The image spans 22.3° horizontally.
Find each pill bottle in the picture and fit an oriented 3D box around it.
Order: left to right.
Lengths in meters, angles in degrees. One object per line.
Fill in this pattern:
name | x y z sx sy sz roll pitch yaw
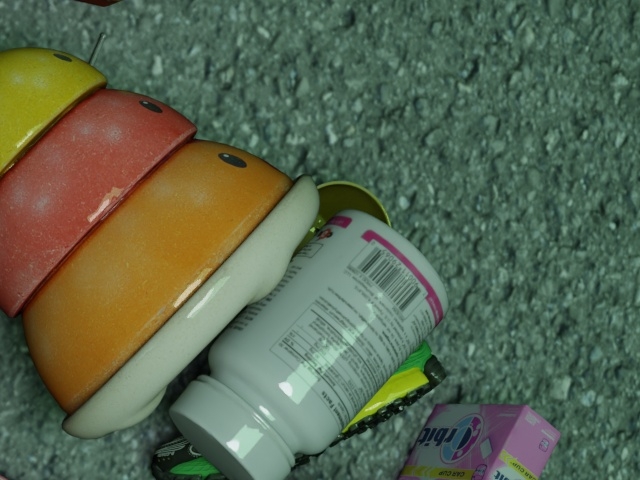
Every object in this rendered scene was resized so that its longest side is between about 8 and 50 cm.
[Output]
pill bottle | -0.013 0.117 1.671 0.283 0.160 0.160 -46 110 -17

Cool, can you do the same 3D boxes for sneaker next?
sneaker | -0.038 0.177 1.805 0.343 0.134 0.146 -27 78 -19

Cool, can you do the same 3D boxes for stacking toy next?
stacking toy | -0.270 -0.073 1.602 0.480 0.350 0.350 44 73 -5

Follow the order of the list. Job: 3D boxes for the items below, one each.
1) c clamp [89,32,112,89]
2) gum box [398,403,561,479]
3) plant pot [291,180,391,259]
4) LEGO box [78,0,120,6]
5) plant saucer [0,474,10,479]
c clamp | -0.202 -0.124 1.754 0.160 0.022 0.137 34 77 -23
gum box | 0.177 0.248 1.864 0.062 0.188 0.107 40 68 -21
plant pot | 0.000 0.000 1.816 0.134 0.095 0.134 -1 93 -27
LEGO box | -0.269 -0.365 1.450 0.372 0.500 0.193 10 87 -25
plant saucer | -0.372 0.368 1.499 0.332 0.084 0.332 -1 92 -25
